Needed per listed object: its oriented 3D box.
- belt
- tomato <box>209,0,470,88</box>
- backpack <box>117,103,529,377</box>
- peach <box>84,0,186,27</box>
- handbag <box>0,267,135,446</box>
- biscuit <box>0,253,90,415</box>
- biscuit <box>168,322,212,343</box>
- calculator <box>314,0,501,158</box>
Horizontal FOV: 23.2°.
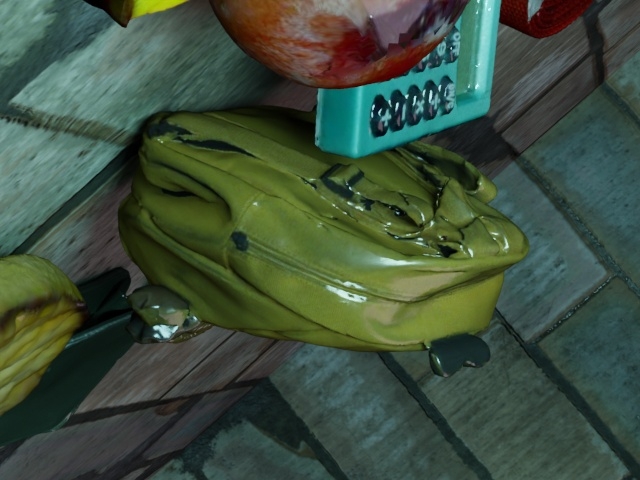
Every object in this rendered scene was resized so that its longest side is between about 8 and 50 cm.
[{"bbox_3d":[0.226,-0.302,1.685,0.201,0.124,0.128,-34,144,-47],"label":"belt"},{"bbox_3d":[0.018,-0.206,1.124,0.208,0.184,0.208,-40,172,-7],"label":"tomato"},{"bbox_3d":[0.000,-0.005,1.466,0.353,0.378,0.201,-12,121,-45],"label":"backpack"},{"bbox_3d":[-0.067,-0.228,0.772,0.154,0.158,0.267,-25,163,-22],"label":"peach"},{"bbox_3d":[-0.325,0.150,1.756,0.247,0.079,0.260,-46,168,28],"label":"handbag"},{"bbox_3d":[-0.354,0.121,1.444,0.296,0.102,0.296,-41,169,-10],"label":"biscuit"},{"bbox_3d":[-0.119,0.034,2.011,0.259,0.079,0.259,-37,170,-8],"label":"biscuit"},{"bbox_3d":[0.092,-0.210,1.411,0.274,0.058,0.248,-23,122,-53],"label":"calculator"}]
